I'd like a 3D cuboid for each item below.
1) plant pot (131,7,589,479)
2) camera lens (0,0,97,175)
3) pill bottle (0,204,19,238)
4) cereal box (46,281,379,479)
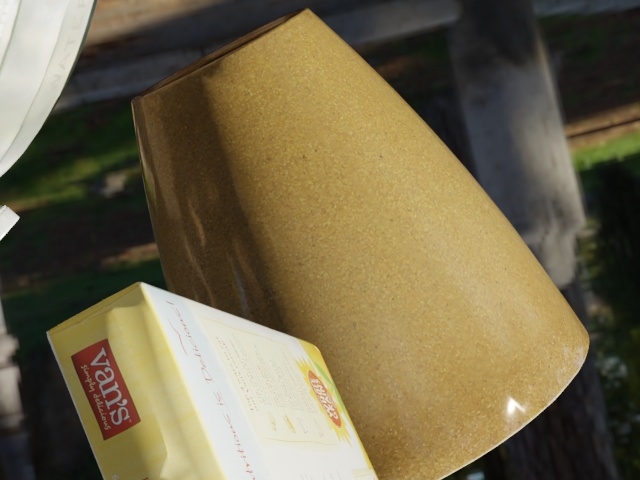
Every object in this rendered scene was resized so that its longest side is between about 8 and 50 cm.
[{"bbox_3d":[0.000,0.000,0.888,0.237,0.254,0.237,-26,-169,6],"label":"plant pot"},{"bbox_3d":[-0.218,-0.117,0.450,0.274,0.219,0.219,3,166,-42],"label":"camera lens"},{"bbox_3d":[-0.422,-0.058,1.618,0.103,0.184,0.103,-47,-170,11],"label":"pill bottle"},{"bbox_3d":[-0.015,0.115,0.602,0.047,0.173,0.240,-27,164,10],"label":"cereal box"}]
